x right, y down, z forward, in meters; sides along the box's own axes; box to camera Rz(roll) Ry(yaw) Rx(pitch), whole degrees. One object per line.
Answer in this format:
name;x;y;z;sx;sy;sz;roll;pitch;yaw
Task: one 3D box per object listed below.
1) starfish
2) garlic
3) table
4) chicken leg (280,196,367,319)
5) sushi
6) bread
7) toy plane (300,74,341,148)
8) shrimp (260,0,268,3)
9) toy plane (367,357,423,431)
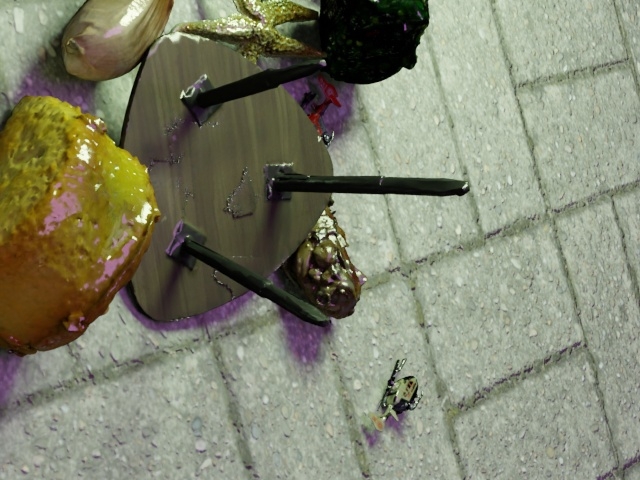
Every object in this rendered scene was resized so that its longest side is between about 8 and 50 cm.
starfish;-0.080;-0.240;1.888;0.224;0.050;0.216;-6;104;-35
garlic;-0.220;-0.229;1.668;0.090;0.128;0.198;37;53;3
table;-0.017;-0.062;1.690;0.317;0.249;0.317;-6;98;-43
chicken leg;-0.004;0.001;1.916;0.125;0.080;0.196;-7;77;-62
sushi;0.062;-0.275;1.970;0.124;0.225;0.127;2;69;-10
bread;-0.247;-0.024;1.558;0.160;0.147;0.260;51;44;-32
toy plane;-0.012;-0.144;1.974;0.060;0.037;0.145;46;50;-19
shrimp;-0.120;-0.453;1.921;0.233;0.071;0.364;-5;87;-40
toy plane;0.094;0.198;2.001;0.049;0.031;0.120;54;41;-18
